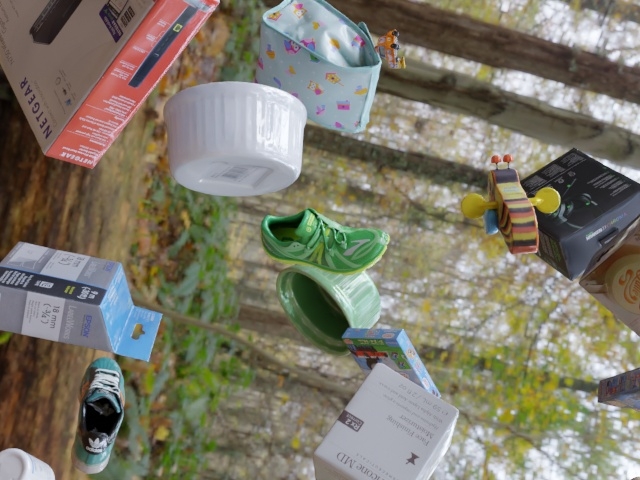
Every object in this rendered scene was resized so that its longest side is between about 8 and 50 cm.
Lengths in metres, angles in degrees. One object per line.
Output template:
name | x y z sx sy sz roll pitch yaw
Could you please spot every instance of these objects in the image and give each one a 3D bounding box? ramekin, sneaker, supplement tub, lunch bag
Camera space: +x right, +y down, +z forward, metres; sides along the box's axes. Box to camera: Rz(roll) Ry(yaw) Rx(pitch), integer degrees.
ramekin | -0.163 -0.183 1.557 0.277 0.277 0.135 127 -37 -71
sneaker | 0.000 0.000 1.753 0.123 0.296 0.109 67 32 -51
sneaker | -0.473 0.353 1.777 0.302 0.108 0.121 -101 -148 -51
supplement tub | -0.472 0.373 1.281 0.107 0.071 0.071 81 17 -62
lunch bag | 0.006 -0.361 1.701 0.160 0.262 0.223 -50 167 -30
ramekin | 0.030 0.168 2.327 0.148 0.303 0.303 -38 166 -31

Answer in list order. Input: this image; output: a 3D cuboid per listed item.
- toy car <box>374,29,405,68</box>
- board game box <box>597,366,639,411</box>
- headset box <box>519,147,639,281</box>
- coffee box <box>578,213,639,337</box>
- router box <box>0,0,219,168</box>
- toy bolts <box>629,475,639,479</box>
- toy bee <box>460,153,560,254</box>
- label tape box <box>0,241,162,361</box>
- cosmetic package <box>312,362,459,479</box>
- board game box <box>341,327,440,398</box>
toy car | 0.117 -0.306 1.376 0.122 0.041 0.060 60 31 -68
board game box | 0.760 0.361 1.907 0.194 0.194 0.060 -28 -138 59
headset box | 0.608 -0.065 1.939 0.283 0.246 0.131 47 -13 55
coffee box | 0.509 0.016 1.152 0.098 0.141 0.246 -42 172 -46
router box | -0.322 -0.321 1.128 0.301 0.082 0.335 -47 -123 19
toy bolts | 0.671 0.573 1.610 0.228 0.159 0.218 22 -47 50
toy bee | 0.382 -0.093 1.719 0.298 0.195 0.162 -143 -137 -59
label tape box | -0.494 0.119 1.673 0.240 0.334 0.105 -101 -155 -71
cosmetic package | 0.101 0.324 1.266 0.183 0.151 0.151 -51 158 -27
board game box | 0.162 0.288 1.856 0.160 0.211 0.039 -5 -143 42
